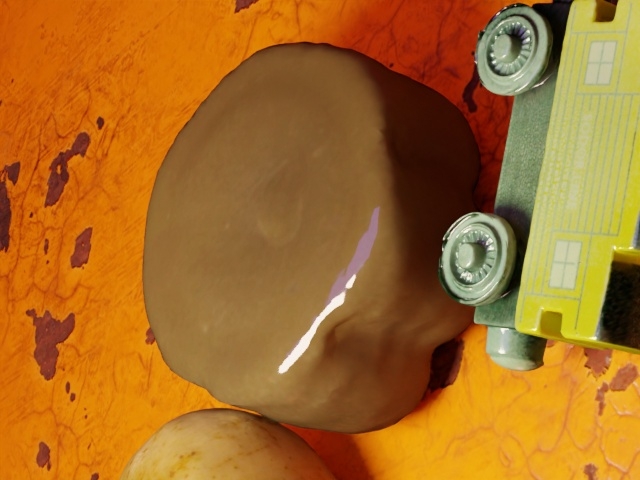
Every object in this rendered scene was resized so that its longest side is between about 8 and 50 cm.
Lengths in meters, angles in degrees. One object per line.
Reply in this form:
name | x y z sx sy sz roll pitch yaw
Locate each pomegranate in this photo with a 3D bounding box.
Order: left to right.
pomegranate | -0.128 0.376 2.231 0.342 0.342 0.342 -19 65 49

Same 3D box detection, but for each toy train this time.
toy train | 0.292 -0.072 1.953 0.272 0.179 0.442 5 83 47

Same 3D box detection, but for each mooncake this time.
mooncake | 0.000 0.000 2.224 0.467 0.262 0.467 -23 58 42
